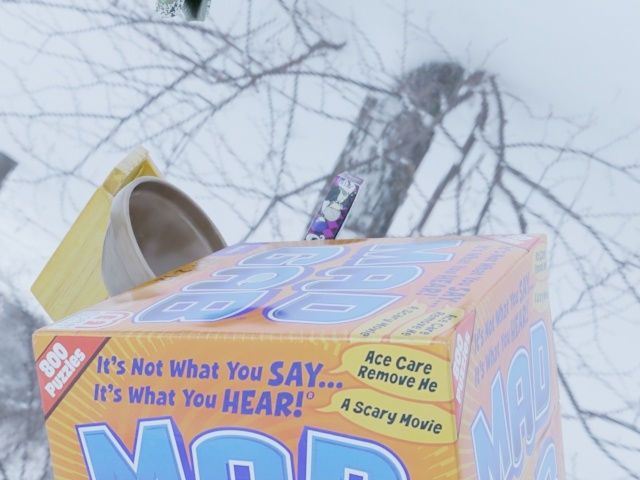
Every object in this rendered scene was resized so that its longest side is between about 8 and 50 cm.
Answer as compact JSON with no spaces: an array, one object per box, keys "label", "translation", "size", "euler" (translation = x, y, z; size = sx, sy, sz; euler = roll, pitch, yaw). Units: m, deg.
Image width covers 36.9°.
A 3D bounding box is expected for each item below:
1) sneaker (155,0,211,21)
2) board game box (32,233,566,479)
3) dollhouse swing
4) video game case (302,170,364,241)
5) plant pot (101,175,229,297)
[{"label":"sneaker","translation":[-0.258,-0.484,1.669],"size":[0.158,0.182,0.410],"euler":[4,180,17]},{"label":"board game box","translation":[0.013,0.205,0.893],"size":[0.357,0.356,0.356],"euler":[-2,-169,24]},{"label":"dollhouse swing","translation":[-0.313,0.053,1.763],"size":[0.305,0.315,0.347],"euler":[35,-166,-8]},{"label":"video game case","translation":[0.000,0.000,1.406],"size":[0.042,0.210,0.232],"euler":[27,-173,1]},{"label":"plant pot","translation":[-0.223,0.038,1.329],"size":[0.110,0.237,0.237],"euler":[-31,130,22]}]
